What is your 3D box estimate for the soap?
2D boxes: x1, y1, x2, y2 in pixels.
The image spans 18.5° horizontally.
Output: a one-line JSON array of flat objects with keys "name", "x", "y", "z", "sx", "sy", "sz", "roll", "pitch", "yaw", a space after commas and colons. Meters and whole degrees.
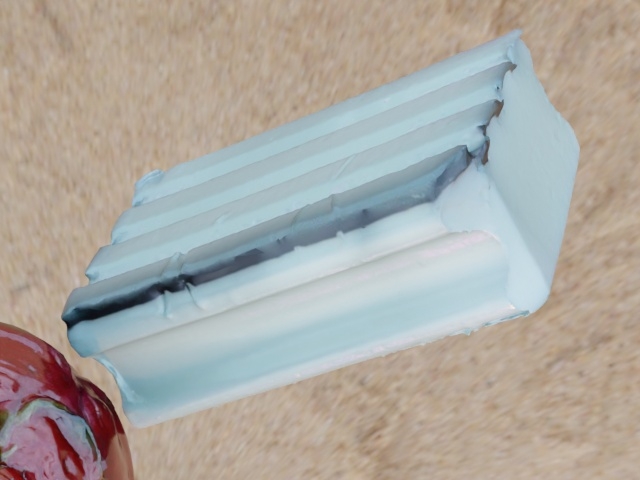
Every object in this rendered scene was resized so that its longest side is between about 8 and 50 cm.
[{"name": "soap", "x": 0.000, "y": 0.000, "z": 1.028, "sx": 0.261, "sy": 0.150, "sz": 0.094, "roll": -20, "pitch": 116, "yaw": 29}]

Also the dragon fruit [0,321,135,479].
[{"name": "dragon fruit", "x": -0.194, "y": 0.137, "z": 1.027, "sx": 0.192, "sy": 0.274, "sz": 0.193, "roll": 16, "pitch": 75, "yaw": -11}]
